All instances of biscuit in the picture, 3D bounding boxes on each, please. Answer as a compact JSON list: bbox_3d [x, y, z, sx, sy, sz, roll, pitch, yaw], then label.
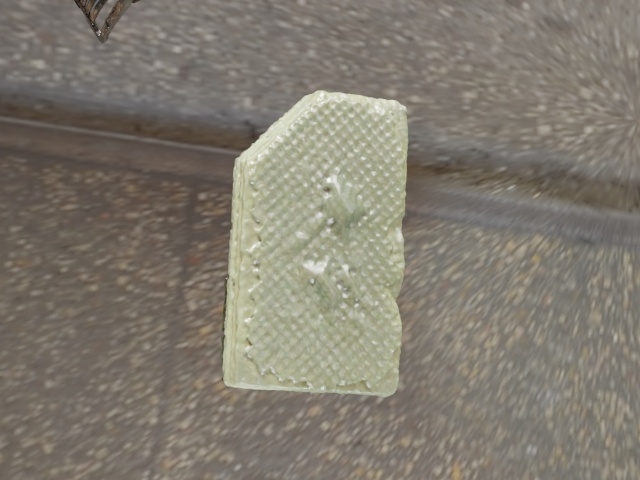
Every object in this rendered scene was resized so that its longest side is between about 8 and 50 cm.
[{"bbox_3d":[0.000,0.000,1.528,0.150,0.052,0.252,8,79,-24],"label":"biscuit"}]

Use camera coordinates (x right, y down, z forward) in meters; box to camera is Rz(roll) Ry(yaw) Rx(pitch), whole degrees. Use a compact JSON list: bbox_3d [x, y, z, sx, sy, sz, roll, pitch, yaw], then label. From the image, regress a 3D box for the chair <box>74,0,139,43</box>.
[{"bbox_3d":[-0.160,-0.247,1.631,0.101,0.212,0.084,-31,88,-13],"label":"chair"}]
